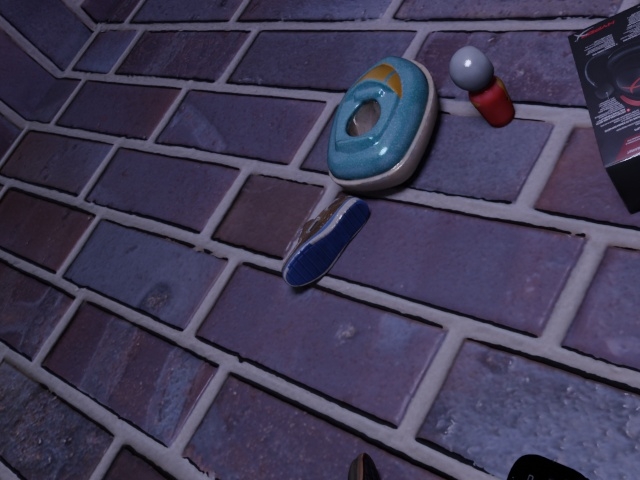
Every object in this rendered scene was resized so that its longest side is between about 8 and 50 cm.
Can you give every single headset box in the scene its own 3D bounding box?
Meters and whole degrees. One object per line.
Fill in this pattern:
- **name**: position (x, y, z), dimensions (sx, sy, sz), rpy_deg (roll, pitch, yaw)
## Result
- **headset box**: position (0.464, -0.185, 1.084), dimensions (0.218, 0.110, 0.293), rpy_deg (-22, 46, 25)

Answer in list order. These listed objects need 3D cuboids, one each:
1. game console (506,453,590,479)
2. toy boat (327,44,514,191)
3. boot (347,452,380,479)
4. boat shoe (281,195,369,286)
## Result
- **game console**: position (0.172, 0.393, 0.848), dimensions (0.213, 0.044, 0.361), rpy_deg (14, 81, 48)
- **toy boat**: position (0.146, -0.218, 1.348), dimensions (0.318, 0.148, 0.267), rpy_deg (-10, 52, 34)
- **boot**: position (0.022, 0.371, 1.021), dimensions (0.106, 0.082, 0.219), rpy_deg (-18, 49, 25)
- **boat shoe**: position (0.000, 0.000, 1.363), dimensions (0.183, 0.066, 0.066), rpy_deg (-44, 35, -13)
